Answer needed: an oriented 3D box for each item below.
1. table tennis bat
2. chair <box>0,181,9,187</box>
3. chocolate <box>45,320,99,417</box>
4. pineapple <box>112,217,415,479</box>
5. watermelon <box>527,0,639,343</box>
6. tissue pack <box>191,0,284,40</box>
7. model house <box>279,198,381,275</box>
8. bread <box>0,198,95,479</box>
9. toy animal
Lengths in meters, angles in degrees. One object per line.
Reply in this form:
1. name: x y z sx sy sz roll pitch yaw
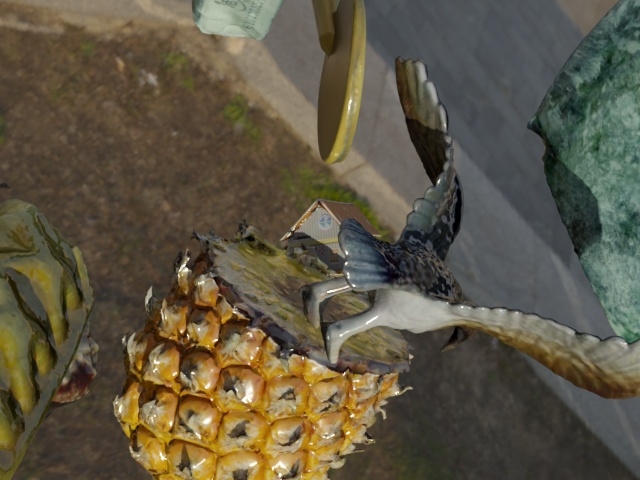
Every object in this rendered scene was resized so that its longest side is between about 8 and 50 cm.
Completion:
1. table tennis bat: 0.019 -0.226 1.236 0.050 0.198 0.321 6 40 -8
2. chair: -0.668 0.077 1.708 0.226 0.226 0.401 15 85 -48
3. chocolate: -0.487 0.141 1.641 0.340 0.210 0.225 64 28 -7
4. pineapple: -0.079 0.169 1.287 0.352 0.300 0.352 28 24 -14
5. watermelon: 0.330 -0.009 0.696 0.258 0.228 0.387 -29 80 -47
6. tissue pack: -0.065 -0.401 1.108 0.103 0.228 0.315 9 82 -10
7. model house: 0.000 0.000 1.704 0.219 0.207 0.136 7 79 -64
8. bread: -0.254 0.099 0.721 0.267 0.130 0.152 -82 173 -57
9. toy animal: 0.065 0.026 0.674 0.160 0.197 0.272 -12 60 -21
